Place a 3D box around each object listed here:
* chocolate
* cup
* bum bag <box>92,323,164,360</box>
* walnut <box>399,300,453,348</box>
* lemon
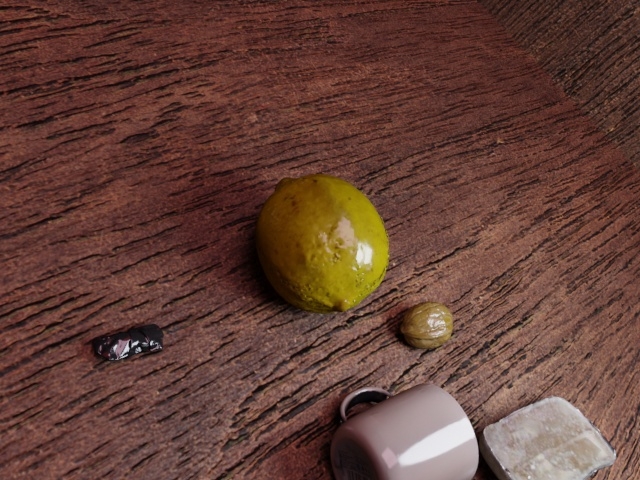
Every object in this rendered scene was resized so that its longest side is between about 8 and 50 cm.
[{"bbox_3d":[0.461,0.441,1.352,0.303,0.100,0.185,-7,51,-38],"label":"chocolate"},{"bbox_3d":[0.121,0.360,1.166,0.200,0.192,0.253,-12,35,-33],"label":"cup"},{"bbox_3d":[-0.326,0.175,1.115,0.124,0.034,0.058,-14,52,-38],"label":"bum bag"},{"bbox_3d":[0.229,0.183,1.405,0.124,0.105,0.105,-6,60,-21],"label":"walnut"},{"bbox_3d":[0.000,0.000,1.292,0.257,0.258,0.310,-11,60,-37],"label":"lemon"}]
